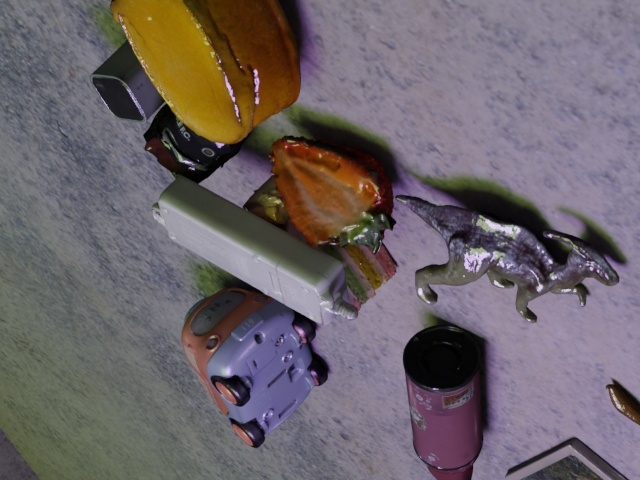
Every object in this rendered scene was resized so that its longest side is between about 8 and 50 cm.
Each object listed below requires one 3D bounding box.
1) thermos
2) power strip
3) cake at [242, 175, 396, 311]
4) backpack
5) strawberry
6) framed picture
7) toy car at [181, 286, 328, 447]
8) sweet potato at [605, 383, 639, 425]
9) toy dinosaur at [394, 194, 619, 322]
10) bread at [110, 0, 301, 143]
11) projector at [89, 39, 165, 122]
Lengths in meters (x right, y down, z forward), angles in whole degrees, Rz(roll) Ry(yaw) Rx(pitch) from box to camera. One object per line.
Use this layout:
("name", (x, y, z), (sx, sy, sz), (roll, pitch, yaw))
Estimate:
("thermos", (0.177, 0.258, 1.983), (0.136, 0.109, 0.330), (25, 149, 25))
("power strip", (-0.085, 0.016, 1.764), (0.338, 0.058, 0.098), (29, 152, 25))
("cake", (0.009, -0.005, 1.796), (0.225, 0.109, 0.090), (44, 153, -7))
("backpack", (-0.168, -0.146, 1.804), (0.120, 0.106, 0.165), (40, 152, -8))
("strawberry", (0.024, -0.060, 1.701), (0.192, 0.085, 0.140), (9, 98, 31))
("framed picture", (0.452, 0.431, 2.005), (0.324, 0.020, 0.240), (40, 153, -1))
("toy car", (-0.130, 0.191, 2.202), (0.212, 0.180, 0.270), (33, 154, 33))
("sweet potato", (0.416, 0.229, 1.745), (0.115, 0.026, 0.026), (40, 153, -6))
("toy dinosaur", (0.225, 0.023, 1.621), (0.294, 0.077, 0.162), (9, 138, 21))
("bread", (-0.128, -0.244, 1.572), (0.195, 0.143, 0.270), (17, 143, 40))
("projector", (-0.255, -0.220, 1.825), (0.083, 0.082, 0.083), (12, 142, 41))
